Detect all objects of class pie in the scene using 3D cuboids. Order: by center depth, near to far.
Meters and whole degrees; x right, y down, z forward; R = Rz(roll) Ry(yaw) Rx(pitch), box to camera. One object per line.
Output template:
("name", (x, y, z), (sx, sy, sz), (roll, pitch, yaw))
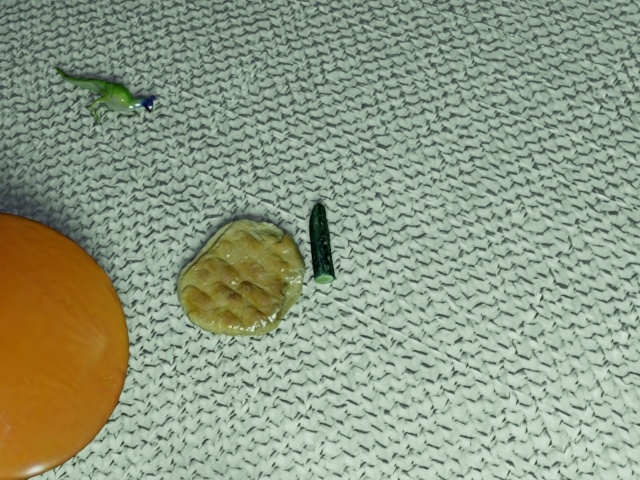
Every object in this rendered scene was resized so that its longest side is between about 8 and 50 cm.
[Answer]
("pie", (-0.112, 0.058, 1.354), (0.195, 0.046, 0.195), (-4, 59, 7))

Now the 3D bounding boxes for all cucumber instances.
("cucumber", (0.000, 0.000, 1.379), (0.032, 0.032, 0.133), (-8, 61, 3))

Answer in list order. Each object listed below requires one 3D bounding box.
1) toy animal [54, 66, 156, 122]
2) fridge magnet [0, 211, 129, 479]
("toy animal", (-0.384, -0.243, 1.568), (0.217, 0.041, 0.075), (18, 63, 22))
("fridge magnet", (-0.428, 0.136, 1.210), (0.363, 0.155, 0.363), (15, 61, -29))
